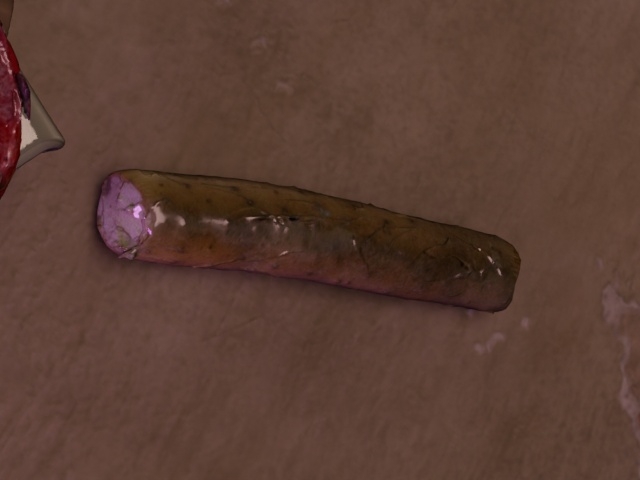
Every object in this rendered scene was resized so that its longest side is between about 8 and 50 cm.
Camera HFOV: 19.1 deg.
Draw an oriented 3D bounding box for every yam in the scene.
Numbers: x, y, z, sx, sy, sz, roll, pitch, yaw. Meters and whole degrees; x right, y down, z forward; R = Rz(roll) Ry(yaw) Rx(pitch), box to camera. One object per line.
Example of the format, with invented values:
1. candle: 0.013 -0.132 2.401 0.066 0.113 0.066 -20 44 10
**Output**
1. yam: 0.000 0.000 1.549 0.371 0.083 0.083 8 82 -28

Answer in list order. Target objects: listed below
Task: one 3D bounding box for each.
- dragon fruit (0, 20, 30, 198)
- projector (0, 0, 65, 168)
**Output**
1. dragon fruit: -0.286 -0.094 1.188 0.211 0.147 0.282 -5 94 -22
2. projector: -0.311 -0.090 1.341 0.242 0.163 0.177 -37 104 -23
